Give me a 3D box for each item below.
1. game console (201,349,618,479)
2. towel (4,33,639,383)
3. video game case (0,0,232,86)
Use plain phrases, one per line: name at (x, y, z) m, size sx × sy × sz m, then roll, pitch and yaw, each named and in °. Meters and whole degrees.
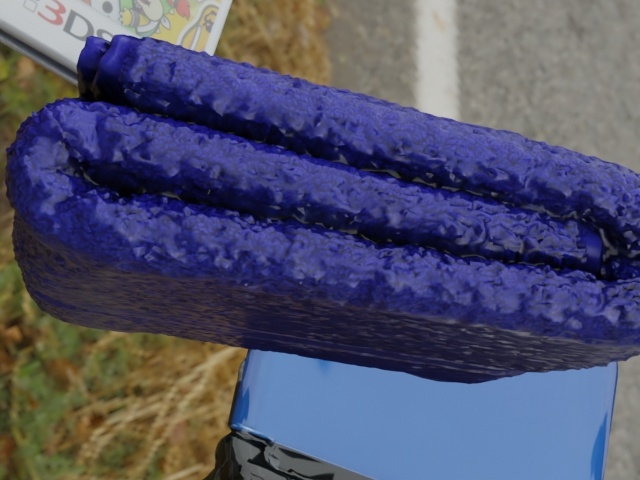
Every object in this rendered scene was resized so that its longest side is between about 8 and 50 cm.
game console at (0.027, 0.148, 1.028) m, size 0.293 × 0.250 × 0.173 m, roll 25°, pitch 35°, yaw -32°
towel at (0.000, 0.000, 0.617) m, size 0.308 × 0.228 × 0.076 m, roll 143°, pitch -45°, yaw -79°
video game case at (-0.112, -0.196, 0.787) m, size 0.206 × 0.026 × 0.227 m, roll 30°, pitch 68°, yaw -34°
